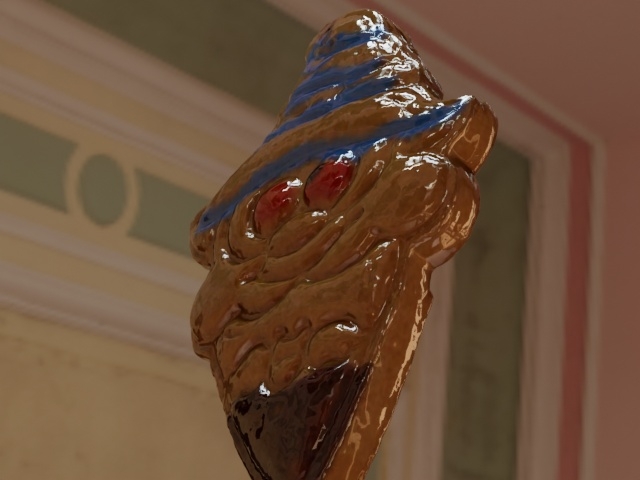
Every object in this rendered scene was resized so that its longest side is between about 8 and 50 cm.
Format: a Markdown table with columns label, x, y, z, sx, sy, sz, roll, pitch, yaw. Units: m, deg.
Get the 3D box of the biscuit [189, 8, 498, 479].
| label | x | y | z | sx | sy | sz | roll | pitch | yaw |
| --- | --- | --- | --- | --- | --- | --- | --- | --- | --- |
| biscuit | 0.000 | 0.000 | 0.710 | 0.043 | 0.183 | 0.280 | 36 | -137 | -28 |
